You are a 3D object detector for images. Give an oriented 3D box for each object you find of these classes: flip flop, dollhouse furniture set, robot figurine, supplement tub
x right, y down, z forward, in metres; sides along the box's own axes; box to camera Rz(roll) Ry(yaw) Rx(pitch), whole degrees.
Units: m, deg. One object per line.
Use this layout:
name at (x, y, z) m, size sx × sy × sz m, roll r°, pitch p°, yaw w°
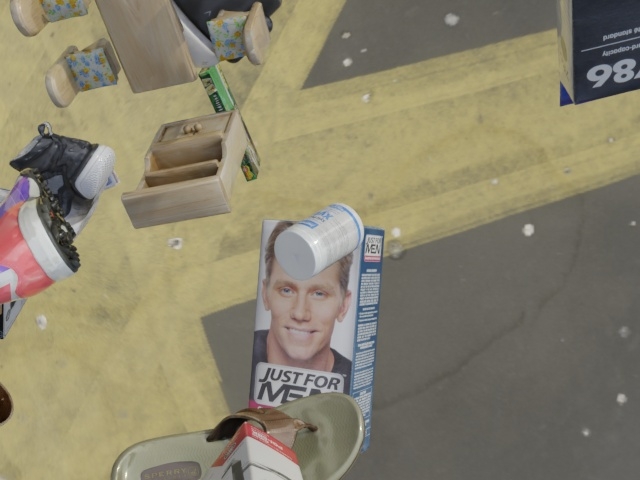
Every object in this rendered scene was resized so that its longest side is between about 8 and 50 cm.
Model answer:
flip flop at (-0.083, 0.223, 0.855) m, size 0.277 × 0.080 × 0.112 m, roll -8°, pitch 57°, yaw -10°
dollhouse furniture set at (-0.268, -0.258, 1.325) m, size 0.362 × 0.256 × 0.394 m, roll -10°, pitch 124°, yaw 11°
robot figurine at (-0.182, -0.445, 1.497) m, size 0.278 × 0.209 × 0.173 m, roll -41°, pitch 115°, yaw 10°
supplement tub at (0.000, 0.000, 1.039) m, size 0.107 × 0.071 × 0.071 m, roll -31°, pitch 103°, yaw -46°

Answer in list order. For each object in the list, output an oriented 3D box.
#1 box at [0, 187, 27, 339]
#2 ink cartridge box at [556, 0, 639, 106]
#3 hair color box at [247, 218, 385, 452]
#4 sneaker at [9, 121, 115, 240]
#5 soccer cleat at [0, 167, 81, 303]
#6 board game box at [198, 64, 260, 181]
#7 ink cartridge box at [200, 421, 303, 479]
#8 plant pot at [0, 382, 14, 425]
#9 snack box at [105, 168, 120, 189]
box at (-0.702, 0.048, 1.767) m, size 0.087 × 0.169 × 0.290 m, roll 11°, pitch 121°, yaw -6°
ink cartridge box at (0.267, -0.208, 0.621) m, size 0.165 × 0.333 × 0.065 m, roll -13°, pitch 57°, yaw 11°
hair color box at (-0.008, 0.145, 1.249) m, size 0.105 × 0.173 × 0.347 m, roll 6°, pitch 88°, yaw -66°
sneaker at (-0.471, -0.095, 1.432) m, size 0.153 × 0.268 × 0.101 m, roll 30°, pitch 38°, yaw -8°
soccer cleat at (-0.356, -0.006, 0.946) m, size 0.116 × 0.318 × 0.109 m, roll -30°, pitch 112°, yaw -11°
board game box at (-0.198, -0.269, 1.801) m, size 0.030 × 0.136 × 0.260 m, roll -19°, pitch 112°, yaw 11°
ink cartridge box at (-0.061, 0.214, 0.618) m, size 0.056 × 0.135 × 0.099 m, roll 36°, pitch 92°, yaw -12°
plant pot at (-0.737, 0.367, 1.630) m, size 0.167 × 0.167 × 0.165 m, roll 36°, pitch 104°, yaw -18°
snack box at (-0.500, -0.115, 1.665) m, size 0.178 × 0.022 × 0.064 m, roll -19°, pitch 103°, yaw 20°
